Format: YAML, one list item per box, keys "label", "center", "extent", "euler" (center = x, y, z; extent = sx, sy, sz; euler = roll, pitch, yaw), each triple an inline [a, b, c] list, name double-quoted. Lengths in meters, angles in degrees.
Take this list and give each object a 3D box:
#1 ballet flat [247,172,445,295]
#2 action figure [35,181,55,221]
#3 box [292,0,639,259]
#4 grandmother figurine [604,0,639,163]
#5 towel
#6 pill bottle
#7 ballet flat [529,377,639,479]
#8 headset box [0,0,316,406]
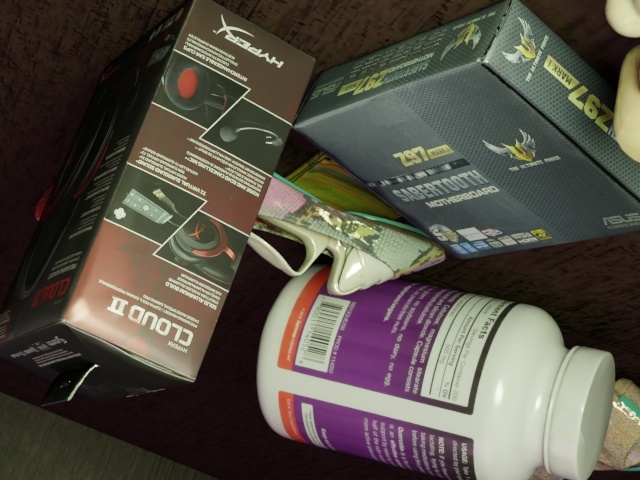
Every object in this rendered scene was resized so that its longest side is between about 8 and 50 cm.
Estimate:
- label: "ballet flat"
  center: [0.000, 0.000, 1.263]
  extent: [0.221, 0.079, 0.077]
  euler: [23, 161, -17]
- label: "action figure"
  center: [-0.189, -0.001, 1.435]
  extent: [0.091, 0.139, 0.280]
  euler: [31, 156, -32]
- label: "box"
  center: [0.114, -0.068, 1.032]
  extent: [0.183, 0.059, 0.232]
  euler: [38, 155, -23]
- label: "grandmother figurine"
  center: [0.240, -0.122, 0.670]
  extent: [0.207, 0.104, 0.342]
  euler: [-22, 169, -6]
- label: "towel"
  center: [0.014, -0.032, 1.314]
  extent: [0.102, 0.021, 0.237]
  euler: [26, 160, -14]
- label: "pill bottle"
  center: [0.112, 0.136, 1.428]
  extent: [0.323, 0.182, 0.181]
  euler: [11, 159, 24]
- label: "ballet flat"
  center: [0.268, 0.203, 1.618]
  extent: [0.106, 0.107, 0.316]
  euler: [44, 151, -7]
- label: "headset box"
  center: [-0.138, -0.009, 1.110]
  extent: [0.110, 0.293, 0.218]
  euler: [27, 161, -20]
